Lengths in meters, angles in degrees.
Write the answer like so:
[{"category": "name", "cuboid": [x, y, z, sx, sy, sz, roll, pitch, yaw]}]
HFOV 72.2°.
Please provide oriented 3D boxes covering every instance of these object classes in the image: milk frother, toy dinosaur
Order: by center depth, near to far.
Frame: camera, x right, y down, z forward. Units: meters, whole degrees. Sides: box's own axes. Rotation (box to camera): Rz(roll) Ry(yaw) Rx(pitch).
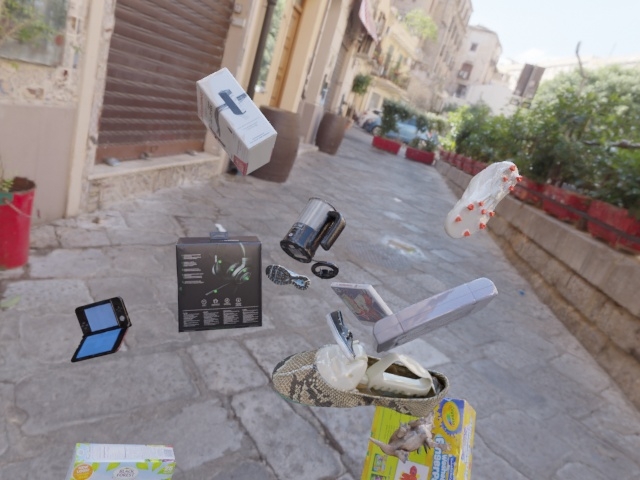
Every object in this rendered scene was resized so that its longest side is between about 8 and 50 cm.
[{"category": "milk frother", "cuboid": [0.000, 0.000, 1.024, 0.129, 0.134, 0.143, 19, -28, 27]}, {"category": "toy dinosaur", "cuboid": [0.294, 0.670, 1.470, 0.296, 0.200, 0.127, -10, 66, -17]}]

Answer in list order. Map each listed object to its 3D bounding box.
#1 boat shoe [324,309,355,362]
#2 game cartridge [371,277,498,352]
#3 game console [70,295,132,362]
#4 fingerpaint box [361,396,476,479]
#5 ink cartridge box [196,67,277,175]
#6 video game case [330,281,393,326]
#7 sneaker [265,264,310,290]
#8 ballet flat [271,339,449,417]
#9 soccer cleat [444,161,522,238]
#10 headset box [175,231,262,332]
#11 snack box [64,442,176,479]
[{"category": "boat shoe", "cuboid": [0.051, 0.213, 1.000, 0.049, 0.040, 0.142, 58, 1, -41]}, {"category": "game cartridge", "cuboid": [0.261, 0.180, 1.042, 0.297, 0.198, 0.062, -22, 63, -4]}, {"category": "game console", "cuboid": [-0.562, 0.221, 1.098, 0.144, 0.124, 0.085, -15, 7, 12]}, {"category": "fingerpaint box", "cuboid": [0.378, 0.838, 1.696, 0.371, 0.444, 0.163, -6, -38, 34]}, {"category": "ink cartridge box", "cuboid": [-0.274, -0.375, 1.406, 0.273, 0.114, 0.197, 53, -21, 6]}, {"category": "video game case", "cuboid": [0.146, 0.211, 1.406, 0.183, 0.023, 0.201, -3, -49, 53]}, {"category": "sneaker", "cuboid": [-0.118, 0.133, 1.535, 0.162, 0.063, 0.073, 24, -7, -9]}, {"category": "ballet flat", "cuboid": [0.126, 0.340, 1.118, 0.483, 0.182, 0.164, 17, 39, -22]}, {"category": "soccer cleat", "cuboid": [0.293, -0.075, 0.821, 0.068, 0.196, 0.076, 53, -15, -23]}, {"category": "headset box", "cuboid": [-0.305, 0.116, 1.326, 0.246, 0.283, 0.131, -2, 9, -14]}, {"category": "snack box", "cuboid": [-0.446, 0.541, 0.958, 0.207, 0.174, 0.070, 17, 4, -30]}]
